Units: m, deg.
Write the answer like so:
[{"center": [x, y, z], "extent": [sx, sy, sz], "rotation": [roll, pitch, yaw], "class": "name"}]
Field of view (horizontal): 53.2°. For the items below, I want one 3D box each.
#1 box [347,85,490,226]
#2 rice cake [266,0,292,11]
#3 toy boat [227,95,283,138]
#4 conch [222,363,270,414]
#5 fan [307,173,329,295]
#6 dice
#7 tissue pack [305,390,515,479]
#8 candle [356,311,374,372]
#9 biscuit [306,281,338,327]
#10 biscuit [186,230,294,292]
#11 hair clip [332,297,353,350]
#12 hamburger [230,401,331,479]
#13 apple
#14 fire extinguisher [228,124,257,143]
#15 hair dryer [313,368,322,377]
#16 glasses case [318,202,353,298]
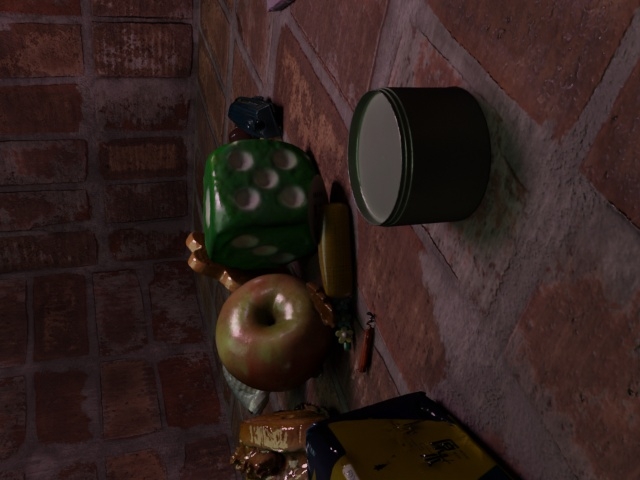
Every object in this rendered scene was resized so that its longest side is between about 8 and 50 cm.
[{"center": [0.152, -0.138, 1.053], "extent": [0.226, 0.149, 0.226], "rotation": [176, 90, -72], "class": "box"}, {"center": [-0.099, -0.717, 1.777], "extent": [0.298, 0.050, 0.106], "rotation": [-162, 67, -69], "class": "rice cake"}, {"center": [-0.219, -0.413, 2.093], "extent": [0.296, 0.122, 0.114], "rotation": [33, 146, 54], "class": "toy boat"}, {"center": [-0.215, 0.376, 2.060], "extent": [0.319, 0.215, 0.303], "rotation": [-61, 0, -24], "class": "conch"}, {"center": [-0.001, 0.000, 1.586], "extent": [0.191, 0.009, 0.329], "rotation": [-23, -71, -73], "class": "fan"}, {"center": [-0.169, -0.093, 1.780], "extent": [0.297, 0.300, 0.287], "rotation": [116, 147, -59], "class": "dice"}, {"center": [0.159, 0.454, 1.023], "extent": [0.416, 0.264, 0.253], "rotation": [-143, 45, -67], "class": "tissue pack"}, {"center": [0.109, 0.237, 1.479], "extent": [0.026, 0.021, 0.167], "rotation": [29, 125, 36], "class": "candle"}, {"center": [0.006, 0.155, 1.559], "extent": [0.130, 0.019, 0.119], "rotation": [58, 161, 11], "class": "biscuit"}, {"center": [-0.235, 0.082, 1.916], "extent": [0.052, 0.355, 0.275], "rotation": [-57, 32, 22], "class": "biscuit"}, {"center": [0.054, 0.187, 1.585], "extent": [0.049, 0.049, 0.173], "rotation": [153, 112, -70], "class": "hair clip"}, {"center": [-0.117, 0.625, 1.847], "extent": [0.445, 0.287, 0.268], "rotation": [145, 117, -73], "class": "hamburger"}, {"center": [-0.121, 0.256, 1.727], "extent": [0.277, 0.319, 0.319], "rotation": [73, 178, -56], "class": "apple"}, {"center": [-0.258, -0.284, 2.272], "extent": [0.141, 0.105, 0.341], "rotation": [124, 134, -60], "class": "fire extinguisher"}, {"center": [-0.011, 0.331, 1.837], "extent": [0.063, 0.037, 0.124], "rotation": [-118, 35, -49], "class": "hair dryer"}, {"center": [0.036, 0.026, 1.541], "extent": [0.064, 0.079, 0.234], "rotation": [-159, 65, -79], "class": "glasses case"}]
